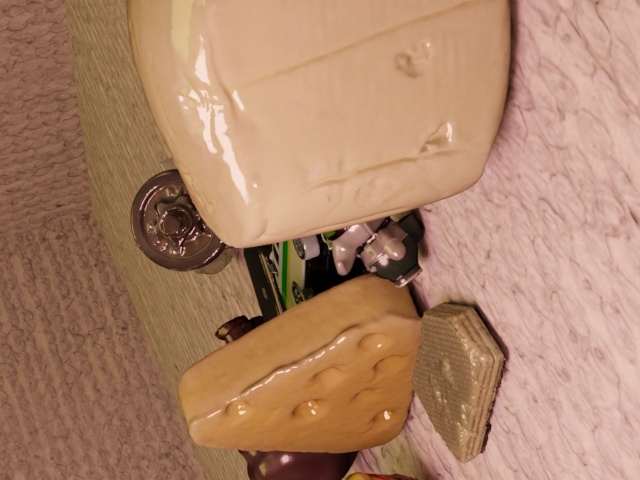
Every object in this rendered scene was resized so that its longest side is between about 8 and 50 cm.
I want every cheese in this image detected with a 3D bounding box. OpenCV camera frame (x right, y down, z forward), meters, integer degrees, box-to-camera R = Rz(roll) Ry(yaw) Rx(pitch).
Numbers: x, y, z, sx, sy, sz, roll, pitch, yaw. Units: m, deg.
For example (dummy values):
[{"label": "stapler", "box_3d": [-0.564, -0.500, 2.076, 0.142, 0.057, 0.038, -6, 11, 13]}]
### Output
[{"label": "cheese", "box_3d": [0.018, 0.181, 1.750, 0.384, 0.384, 0.104, 96, 158, -53]}]

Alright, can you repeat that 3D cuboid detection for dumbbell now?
[{"label": "dumbbell", "box_3d": [-0.210, -0.050, 2.129, 0.406, 0.179, 0.179, -38, -69, -79]}]

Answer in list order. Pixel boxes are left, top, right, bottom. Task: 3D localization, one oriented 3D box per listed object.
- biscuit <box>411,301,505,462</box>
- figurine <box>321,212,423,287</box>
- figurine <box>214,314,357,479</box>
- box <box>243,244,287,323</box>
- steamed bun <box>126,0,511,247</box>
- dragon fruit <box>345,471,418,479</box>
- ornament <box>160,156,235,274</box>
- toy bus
[{"label": "biscuit", "box_3d": [0.177, 0.176, 1.581, 0.252, 0.052, 0.150, 94, 152, -50]}, {"label": "figurine", "box_3d": [0.057, -0.020, 1.588, 0.192, 0.126, 0.147, 53, -175, -4]}, {"label": "figurine", "box_3d": [-0.092, 0.324, 2.192, 0.365, 0.206, 0.218, 49, -174, 24]}, {"label": "box", "box_3d": [-0.064, 0.084, 2.163, 0.144, 0.090, 0.200, -179, 72, -71]}, {"label": "steamed bun", "box_3d": [-0.021, -0.235, 1.245, 0.290, 0.371, 0.455, -129, 30, -51]}, {"label": "dragon fruit", "box_3d": [0.097, 0.467, 1.830, 0.224, 0.224, 0.227, 152, 137, -73]}, {"label": "ornament", "box_3d": [-0.260, -0.061, 2.565, 0.130, 0.121, 0.285, -96, -7, -70]}, {"label": "toy bus", "box_3d": [0.000, 0.000, 1.812, 0.276, 0.134, 0.164, 95, 151, -49]}]
